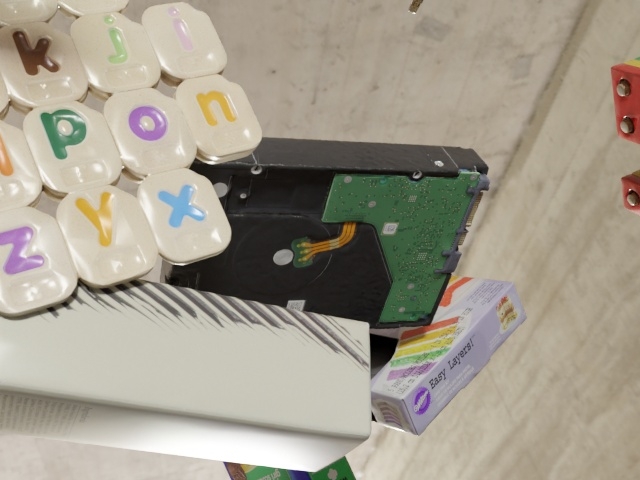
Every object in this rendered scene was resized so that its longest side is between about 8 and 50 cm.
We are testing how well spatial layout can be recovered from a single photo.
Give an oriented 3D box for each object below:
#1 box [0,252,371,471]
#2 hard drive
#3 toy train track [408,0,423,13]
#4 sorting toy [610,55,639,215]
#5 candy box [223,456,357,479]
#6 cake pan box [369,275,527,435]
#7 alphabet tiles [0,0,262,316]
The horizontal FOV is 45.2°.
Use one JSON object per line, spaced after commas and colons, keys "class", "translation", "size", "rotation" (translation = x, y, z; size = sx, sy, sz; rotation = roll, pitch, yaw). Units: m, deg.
{"class": "box", "translation": [-0.108, 0.096, 0.557], "size": [0.275, 0.094, 0.113], "rotation": [13, -33, -19]}
{"class": "hard drive", "translation": [0.000, 0.000, 0.856], "size": [0.339, 0.064, 0.236], "rotation": [0, -52, -20]}
{"class": "toy train track", "translation": [0.117, -0.285, 0.850], "size": [0.048, 0.014, 0.083], "rotation": [19, -30, -7]}
{"class": "sorting toy", "translation": [0.430, -0.087, 0.839], "size": [0.089, 0.255, 0.257], "rotation": [-22, -62, -10]}
{"class": "candy box", "translation": [-0.067, 0.473, 1.571], "size": [0.122, 0.317, 0.268], "rotation": [-17, -15, -43]}
{"class": "cake pan box", "translation": [0.105, 0.141, 1.052], "size": [0.267, 0.246, 0.070], "rotation": [-38, -65, -32]}
{"class": "alphabet tiles", "translation": [-0.188, -0.092, 0.548], "size": [0.284, 0.278, 0.021], "rotation": [-19, -14, -29]}
